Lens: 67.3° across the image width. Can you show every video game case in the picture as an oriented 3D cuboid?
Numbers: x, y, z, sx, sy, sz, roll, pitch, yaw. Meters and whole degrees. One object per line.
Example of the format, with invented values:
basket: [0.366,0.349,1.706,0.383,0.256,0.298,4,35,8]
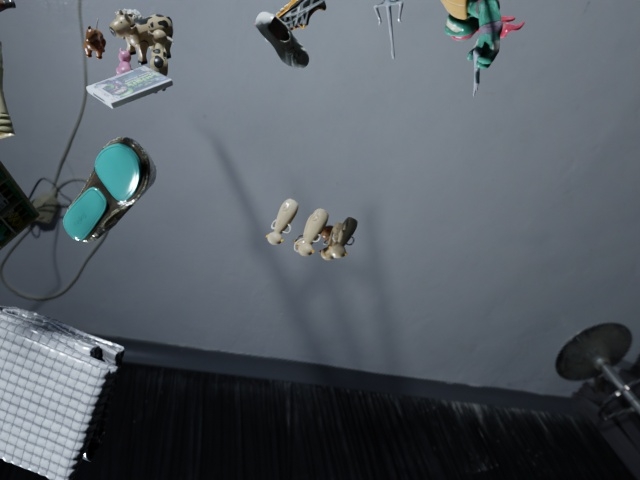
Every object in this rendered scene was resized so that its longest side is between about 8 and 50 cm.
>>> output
video game case: [-0.550,-0.446,1.387,0.190,0.173,0.022,-34,138,-28]

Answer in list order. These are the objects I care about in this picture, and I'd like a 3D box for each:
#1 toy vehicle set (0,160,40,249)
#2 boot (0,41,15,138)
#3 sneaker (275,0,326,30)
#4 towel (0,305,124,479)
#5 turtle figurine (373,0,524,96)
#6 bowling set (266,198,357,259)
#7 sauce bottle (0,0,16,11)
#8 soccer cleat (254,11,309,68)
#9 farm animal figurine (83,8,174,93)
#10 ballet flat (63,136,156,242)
toy vehicle set: [-0.674,-0.062,0.950,0.035,0.166,0.267,35,154,4]
boot: [-0.747,-0.284,0.938,0.261,0.095,0.204,-8,98,-9]
sneaker: [-0.076,-0.654,1.413,0.214,0.084,0.083,-35,108,20]
towel: [-0.516,0.272,0.892,0.283,0.121,0.235,18,92,5]
turtle figurine: [0.140,-0.280,0.523,0.118,0.175,0.234,-47,148,-11]
bowling set: [0.000,0.000,1.507,0.154,0.286,0.200,-65,150,-11]
sauce bottle: [-0.987,-0.702,1.443,0.128,0.042,0.042,-27,130,-33]
soccer cleat: [-0.088,-0.507,1.238,0.196,0.076,0.068,31,90,-47]
farm animal figurine: [-0.590,-0.660,1.577,0.330,0.327,0.172,27,135,4]
ballet flat: [-0.577,-0.157,1.382,0.482,0.182,0.164,-35,94,37]
